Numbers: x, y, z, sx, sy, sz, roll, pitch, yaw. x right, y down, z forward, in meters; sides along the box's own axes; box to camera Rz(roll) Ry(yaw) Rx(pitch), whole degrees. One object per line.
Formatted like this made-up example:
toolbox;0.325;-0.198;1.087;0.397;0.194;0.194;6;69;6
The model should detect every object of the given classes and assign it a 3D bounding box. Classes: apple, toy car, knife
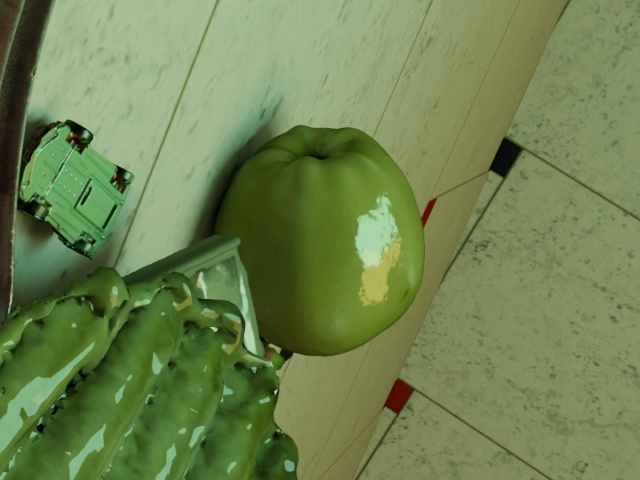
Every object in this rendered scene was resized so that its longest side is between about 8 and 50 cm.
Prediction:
apple;0.000;0.000;1.061;0.200;0.200;0.200;-59;167;-22
toy car;-0.147;-0.031;0.713;0.059;0.035;0.122;-62;160;-10
knife;-0.140;-0.082;0.592;0.278;0.053;0.123;-67;174;25

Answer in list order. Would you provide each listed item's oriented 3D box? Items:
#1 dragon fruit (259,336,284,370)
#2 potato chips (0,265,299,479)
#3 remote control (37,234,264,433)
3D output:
dragon fruit;-0.119;0.094;0.895;0.236;0.135;0.137;52;53;-52
potato chips;-0.126;0.223;0.686;0.358;0.070;0.429;57;42;-29
remote control;-0.133;0.091;0.766;0.285;0.038;0.123;-31;115;-49
